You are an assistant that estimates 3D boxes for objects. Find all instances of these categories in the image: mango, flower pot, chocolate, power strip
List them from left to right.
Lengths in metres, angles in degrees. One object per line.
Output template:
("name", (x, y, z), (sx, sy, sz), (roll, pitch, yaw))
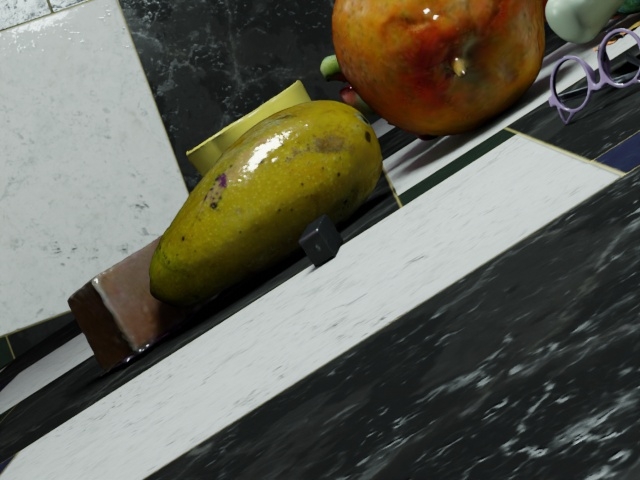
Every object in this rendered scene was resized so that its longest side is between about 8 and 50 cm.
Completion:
("chocolate", (-0.182, 0.042, 2.081), (0.321, 0.112, 0.112), (-37, 5, -41))
("mango", (-0.073, -0.048, 1.977), (0.329, 0.175, 0.176), (-32, -35, -22))
("flower pot", (-0.058, -0.098, 2.253), (0.195, 0.179, 0.195), (-33, 7, 4))
("power strip", (0.000, 0.000, 1.767), (0.029, 0.038, 0.111), (-33, 4, 9))

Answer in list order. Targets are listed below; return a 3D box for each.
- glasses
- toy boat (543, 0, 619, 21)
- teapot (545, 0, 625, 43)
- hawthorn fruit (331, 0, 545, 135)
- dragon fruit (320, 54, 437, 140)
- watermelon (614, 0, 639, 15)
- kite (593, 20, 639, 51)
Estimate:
("glasses", (0.294, -0.161, 1.556), (0.103, 0.063, 0.140), (-9, -12, -38))
("toy boat", (0.331, -0.387, 2.344), (0.331, 0.145, 0.133), (8, 17, -15))
("teapot", (0.364, -0.324, 1.666), (0.220, 0.149, 0.318), (-9, 52, 32))
("hawthorn fruit", (0.162, -0.253, 2.056), (0.277, 0.277, 0.298), (-32, 23, 7))
("dragon fruit", (0.140, -0.243, 2.307), (0.198, 0.218, 0.273), (18, 35, 20))
("watermelon", (0.401, -0.388, 2.181), (0.305, 0.180, 0.224), (-29, -5, 21))
("kite", (0.417, -0.261, 1.638), (0.327, 0.013, 0.377), (-26, 1, -41))
